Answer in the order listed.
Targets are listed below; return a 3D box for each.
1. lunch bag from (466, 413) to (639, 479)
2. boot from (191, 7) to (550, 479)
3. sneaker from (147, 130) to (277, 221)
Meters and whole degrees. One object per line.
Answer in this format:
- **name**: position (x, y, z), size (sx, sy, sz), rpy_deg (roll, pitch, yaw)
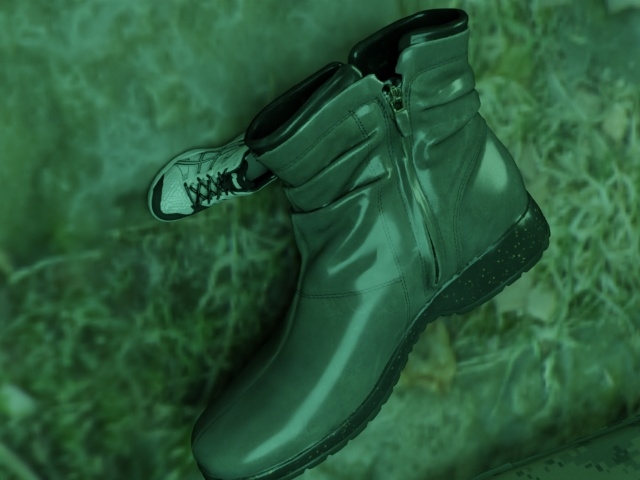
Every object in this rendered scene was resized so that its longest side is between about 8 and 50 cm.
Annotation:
- **lunch bag**: position (0.166, 0.277, 0.679), size (0.305, 0.212, 0.256), rpy_deg (-22, 127, -11)
- **boot**: position (0.000, 0.000, 0.597), size (0.246, 0.083, 0.161), rpy_deg (-41, 123, -13)
- **sneaker**: position (-0.051, -0.034, 0.605), size (0.083, 0.037, 0.032), rpy_deg (-30, 113, -7)
